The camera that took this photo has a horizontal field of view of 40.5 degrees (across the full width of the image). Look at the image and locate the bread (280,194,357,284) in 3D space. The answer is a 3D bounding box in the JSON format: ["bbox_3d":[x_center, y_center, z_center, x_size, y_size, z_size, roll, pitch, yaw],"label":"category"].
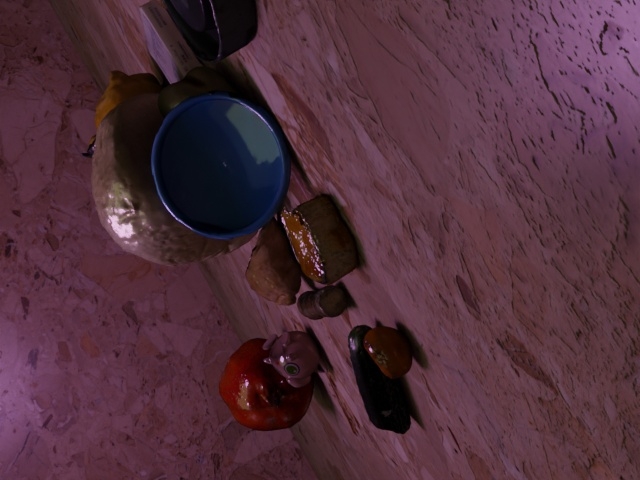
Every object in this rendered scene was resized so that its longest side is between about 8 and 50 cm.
[{"bbox_3d":[0.000,0.000,1.353,0.140,0.069,0.128,66,165,-6],"label":"bread"}]

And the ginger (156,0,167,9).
[{"bbox_3d":[-0.279,-0.435,1.560,0.048,0.030,0.097,36,-176,-33],"label":"ginger"}]

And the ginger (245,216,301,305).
[{"bbox_3d":[-0.085,0.044,1.727,0.123,0.115,0.193,33,143,23],"label":"ginger"}]

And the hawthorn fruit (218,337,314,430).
[{"bbox_3d":[-0.140,0.391,2.269,0.254,0.254,0.300,64,178,-13],"label":"hawthorn fruit"}]

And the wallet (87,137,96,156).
[{"bbox_3d":[-0.336,-0.149,1.877,0.321,0.044,0.170,36,130,-19],"label":"wallet"}]

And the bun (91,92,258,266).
[{"bbox_3d":[-0.285,-0.096,1.626,0.349,0.227,0.352,38,-147,-25],"label":"bun"}]

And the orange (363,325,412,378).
[{"bbox_3d":[0.107,0.168,1.329,0.086,0.062,0.086,52,-179,-1],"label":"orange"}]

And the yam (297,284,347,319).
[{"bbox_3d":[-0.002,0.119,1.629,0.061,0.061,0.253,61,168,-1],"label":"yam"}]

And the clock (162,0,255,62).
[{"bbox_3d":[-0.197,-0.411,1.226,0.325,0.067,0.325,56,166,22],"label":"clock"}]

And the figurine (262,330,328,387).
[{"bbox_3d":[-0.060,0.273,2.028,0.138,0.125,0.125,49,172,-23],"label":"figurine"}]

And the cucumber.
[{"bbox_3d":[0.096,0.237,1.492,0.074,0.074,0.241,41,155,55],"label":"cucumber"}]

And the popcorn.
[{"bbox_3d":[-0.416,-0.236,2.007,0.297,0.281,0.315,10,-118,-85],"label":"popcorn"}]

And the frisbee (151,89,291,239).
[{"bbox_3d":[-0.160,-0.122,1.413,0.242,0.242,0.045,61,-160,0],"label":"frisbee"}]

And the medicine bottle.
[{"bbox_3d":[-0.286,-0.351,1.709,0.201,0.052,0.171,57,166,18],"label":"medicine bottle"}]

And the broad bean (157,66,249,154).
[{"bbox_3d":[-0.161,-0.189,1.503,0.263,0.121,0.189,46,161,-2],"label":"broad bean"}]
